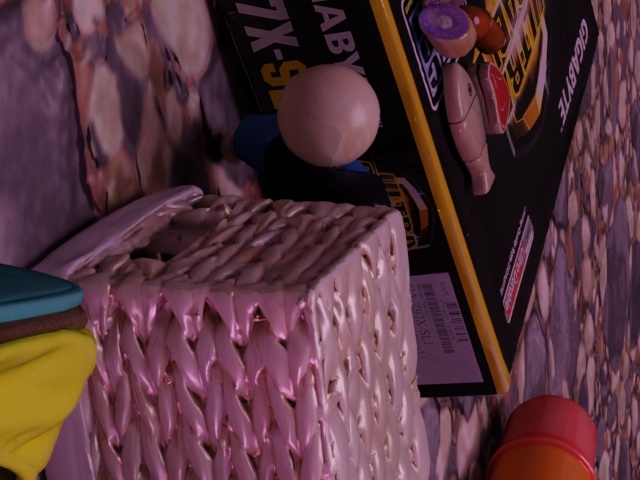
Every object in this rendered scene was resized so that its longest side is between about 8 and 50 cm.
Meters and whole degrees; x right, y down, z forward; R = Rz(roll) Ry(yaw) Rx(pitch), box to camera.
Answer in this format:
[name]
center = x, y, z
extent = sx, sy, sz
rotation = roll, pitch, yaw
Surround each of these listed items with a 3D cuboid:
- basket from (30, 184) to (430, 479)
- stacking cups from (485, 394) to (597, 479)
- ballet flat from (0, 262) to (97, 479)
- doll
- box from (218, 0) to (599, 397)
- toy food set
[basket]
center = -0.024, 0.073, 0.599
extent = 0.113, 0.103, 0.167
rotation = -42, 129, -64
[stacking cups]
center = 0.121, 0.210, 1.056
extent = 0.316, 0.096, 0.096
rotation = -61, 146, -61
[ballet flat]
center = -0.117, 0.038, 0.388
extent = 0.231, 0.077, 0.077
rotation = 15, 91, -72
[doll]
center = 0.000, 0.000, 0.685
extent = 0.129, 0.046, 0.189
rotation = 53, -20, 30
[box]
center = 0.056, -0.123, 0.850
extent = 0.322, 0.079, 0.257
rotation = -67, 142, -50
[toy food set]
center = 0.066, -0.089, 0.741
extent = 0.078, 0.019, 0.122
rotation = -69, 146, -46
